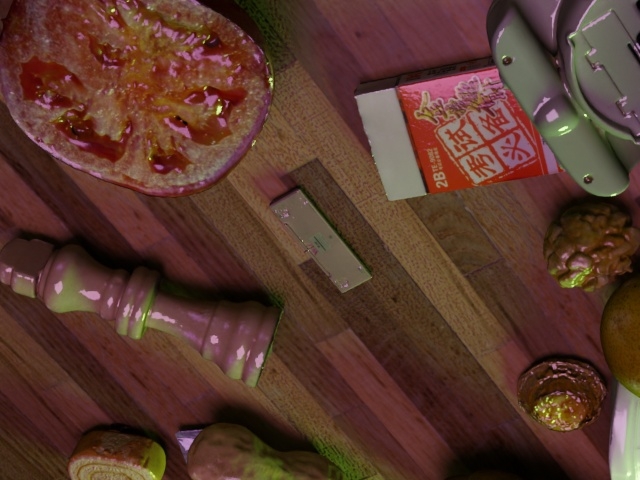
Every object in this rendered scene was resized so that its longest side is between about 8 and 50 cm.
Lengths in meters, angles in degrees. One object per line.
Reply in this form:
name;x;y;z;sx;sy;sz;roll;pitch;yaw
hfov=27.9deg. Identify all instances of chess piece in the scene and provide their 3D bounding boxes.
chess piece;-0.254;0.085;1.772;0.397;0.117;0.117;19;127;0

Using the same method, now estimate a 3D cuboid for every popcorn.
popcorn;0.331;0.011;1.590;0.116;0.120;0.106;27;160;1

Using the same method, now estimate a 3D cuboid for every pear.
pear;0.446;0.117;1.597;0.198;0.198;0.198;6;126;8

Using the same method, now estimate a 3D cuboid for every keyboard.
keyboard;0.000;0.000;1.712;0.055;0.017;0.166;-30;114;24

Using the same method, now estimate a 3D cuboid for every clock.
clock;0.365;-0.222;1.398;0.324;0.108;0.265;-31;114;20

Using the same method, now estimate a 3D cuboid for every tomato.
tomato;-0.210;-0.215;1.528;0.339;0.143;0.338;7;131;8

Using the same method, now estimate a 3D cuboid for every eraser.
eraser;0.172;-0.137;1.561;0.230;0.038;0.157;-9;122;18

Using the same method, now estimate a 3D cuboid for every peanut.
peanut;-0.053;0.372;1.910;0.319;0.147;0.147;33;125;-11

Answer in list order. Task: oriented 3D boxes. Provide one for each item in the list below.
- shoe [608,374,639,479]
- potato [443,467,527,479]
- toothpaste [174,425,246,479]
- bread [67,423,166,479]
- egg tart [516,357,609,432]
shoe;0.483;0.316;1.763;0.160;0.131;0.363;-4;128;16
potato;0.321;0.454;1.848;0.369;0.176;0.195;33;111;4
toothpaste;-0.140;0.414;2.012;0.114;0.073;0.299;-6;116;13
bread;-0.314;0.349;2.000;0.149;0.073;0.122;8;132;9
egg tart;0.334;0.219;1.772;0.130;0.052;0.130;6;123;10
